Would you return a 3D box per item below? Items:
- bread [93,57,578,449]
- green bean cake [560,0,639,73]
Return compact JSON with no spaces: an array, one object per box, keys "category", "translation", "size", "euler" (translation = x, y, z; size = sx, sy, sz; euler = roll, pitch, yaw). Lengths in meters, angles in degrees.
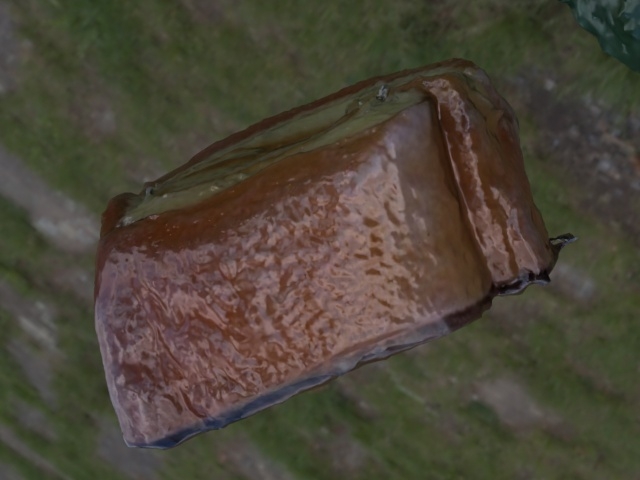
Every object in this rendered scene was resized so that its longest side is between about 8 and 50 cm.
[{"category":"bread","translation":[0.001,-0.004,0.721],"size":[0.190,0.244,0.123],"euler":[-87,-25,-75]},{"category":"green bean cake","translation":[0.182,-0.142,0.526],"size":[0.307,0.300,0.169],"euler":[15,139,12]}]
